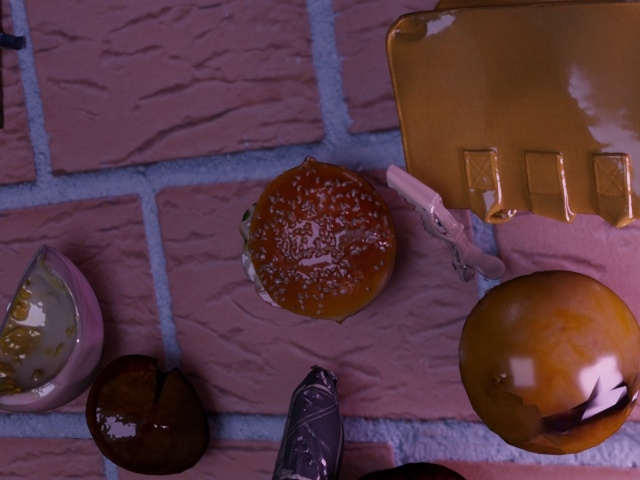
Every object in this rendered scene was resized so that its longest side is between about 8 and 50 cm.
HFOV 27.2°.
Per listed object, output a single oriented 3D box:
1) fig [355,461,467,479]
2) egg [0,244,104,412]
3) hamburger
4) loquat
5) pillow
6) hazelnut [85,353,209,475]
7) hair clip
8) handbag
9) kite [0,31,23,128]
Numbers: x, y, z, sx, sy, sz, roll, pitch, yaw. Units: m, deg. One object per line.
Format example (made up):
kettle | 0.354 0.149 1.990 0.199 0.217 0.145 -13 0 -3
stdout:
fig | 0.137 0.459 1.748 0.217 0.217 0.321 -46 45 31
egg | -0.429 0.165 2.128 0.206 0.162 0.271 -23 48 61
hamburger | 0.002 0.004 1.824 0.237 0.147 0.237 7 104 28
loquat | 0.284 0.148 1.623 0.235 0.235 0.235 7 103 32
pillow | -0.024 0.338 1.845 0.093 0.335 0.161 10 145 6
hazelnut | -0.269 0.279 2.048 0.204 0.178 0.178 31 119 -10
hair clip | 0.161 -0.020 1.700 0.072 0.034 0.226 3 142 46
handbag | 0.286 -0.158 1.625 0.401 0.133 0.283 4 107 32
kite | -0.580 -0.351 2.209 0.234 0.016 0.321 11 104 32
